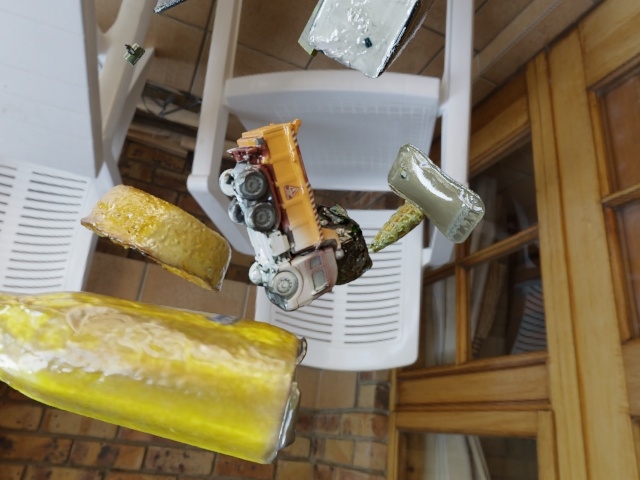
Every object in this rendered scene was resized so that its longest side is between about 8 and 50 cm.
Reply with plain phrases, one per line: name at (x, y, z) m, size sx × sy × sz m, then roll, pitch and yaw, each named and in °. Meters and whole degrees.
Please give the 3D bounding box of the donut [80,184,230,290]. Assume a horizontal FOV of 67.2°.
donut at (-0.414, -0.003, 1.347) m, size 0.377 × 0.164 × 0.435 m, roll 15°, pitch 163°, yaw 44°

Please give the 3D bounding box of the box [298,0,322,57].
box at (-0.005, -0.785, 1.757) m, size 0.030 × 0.121 × 0.193 m, roll 10°, pitch 126°, yaw -40°

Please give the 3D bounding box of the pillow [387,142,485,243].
pillow at (0.225, -0.096, 0.961) m, size 0.033 × 0.217 × 0.130 m, roll -29°, pitch 156°, yaw -34°

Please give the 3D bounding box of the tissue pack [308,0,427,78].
tissue pack at (0.167, -0.666, 1.371) m, size 0.253 × 0.417 × 0.264 m, roll 30°, pitch 131°, yaw -1°

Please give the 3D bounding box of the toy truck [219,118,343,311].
toy truck at (-0.059, -0.035, 0.731) m, size 0.135 × 0.271 × 0.114 m, roll -23°, pitch -161°, yaw -23°

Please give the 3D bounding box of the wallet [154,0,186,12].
wallet at (-0.388, -0.661, 1.307) m, size 0.129 × 0.088 × 0.026 m, roll -17°, pitch 132°, yaw 10°

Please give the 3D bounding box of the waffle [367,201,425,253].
waffle at (0.223, -0.057, 1.277) m, size 0.054 × 0.208 × 0.214 m, roll 45°, pitch 134°, yaw -6°

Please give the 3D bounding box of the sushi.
sushi at (0.000, 0.000, 0.983) m, size 0.225 × 0.124 × 0.127 m, roll 25°, pitch 138°, yaw 51°

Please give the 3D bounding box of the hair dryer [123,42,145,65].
hair dryer at (-0.667, -0.669, 1.691) m, size 0.047 × 0.071 × 0.150 m, roll 39°, pitch 180°, yaw -8°

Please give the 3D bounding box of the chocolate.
chocolate at (-0.241, 0.134, 0.564) m, size 0.445 × 0.162 × 0.162 m, roll 15°, pitch 157°, yaw -5°
